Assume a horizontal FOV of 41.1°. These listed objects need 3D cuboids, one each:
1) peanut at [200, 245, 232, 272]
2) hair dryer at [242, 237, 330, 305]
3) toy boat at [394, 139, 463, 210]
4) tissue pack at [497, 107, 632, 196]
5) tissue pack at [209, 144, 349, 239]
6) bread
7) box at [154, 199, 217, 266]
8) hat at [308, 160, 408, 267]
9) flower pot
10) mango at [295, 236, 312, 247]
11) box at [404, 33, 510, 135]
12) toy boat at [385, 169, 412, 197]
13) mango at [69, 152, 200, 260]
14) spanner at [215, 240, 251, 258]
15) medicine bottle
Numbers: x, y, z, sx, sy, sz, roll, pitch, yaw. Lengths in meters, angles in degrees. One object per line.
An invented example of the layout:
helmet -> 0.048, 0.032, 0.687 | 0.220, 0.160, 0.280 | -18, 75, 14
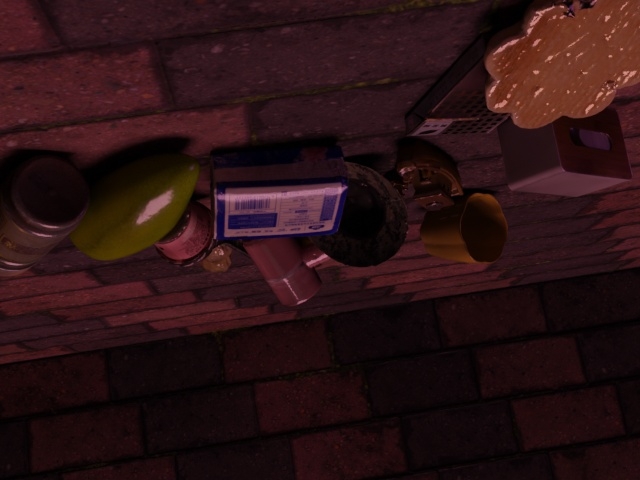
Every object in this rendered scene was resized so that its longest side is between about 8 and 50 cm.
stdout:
peanut -> -0.276, 0.029, 2.227 | 0.090, 0.099, 0.214 | -9, 165, -10
hair dryer -> 0.000, 0.000, 2.142 | 0.352, 0.210, 0.125 | -27, -157, 12
toy boat -> 0.240, -0.133, 1.875 | 0.089, 0.121, 0.321 | -9, 168, 24
tissue pack -> 0.501, -0.185, 1.754 | 0.246, 0.159, 0.136 | 1, 164, -39
tissue pack -> -0.089, -0.100, 1.735 | 0.269, 0.137, 0.209 | -4, 153, -8
bread -> 0.395, -0.290, 1.336 | 0.316, 0.054, 0.316 | -11, 148, -7
box -> -0.317, -0.032, 1.863 | 0.151, 0.151, 0.135 | -13, 158, 14
hat -> 0.080, -0.082, 1.920 | 0.265, 0.265, 0.128 | -14, -155, 19
flower pot -> 0.375, -0.027, 2.293 | 0.195, 0.195, 0.179 | 2, 175, -39
mango -> -0.064, 0.001, 2.268 | 0.194, 0.092, 0.130 | -3, 168, -3
box -> 0.293, -0.268, 1.514 | 0.180, 0.047, 0.325 | -4, 165, -19
toy boat -> 0.164, -0.109, 2.018 | 0.064, 0.072, 0.206 | -6, 167, -20
mango -> -0.350, -0.071, 1.651 | 0.343, 0.156, 0.192 | -28, 172, 38
spanner -> -0.210, 0.015, 2.158 | 0.026, 0.093, 0.325 | -9, 158, 28
medicine bottle -> -0.561, -0.043, 1.628 | 0.151, 0.151, 0.322 | 1, 163, -35
